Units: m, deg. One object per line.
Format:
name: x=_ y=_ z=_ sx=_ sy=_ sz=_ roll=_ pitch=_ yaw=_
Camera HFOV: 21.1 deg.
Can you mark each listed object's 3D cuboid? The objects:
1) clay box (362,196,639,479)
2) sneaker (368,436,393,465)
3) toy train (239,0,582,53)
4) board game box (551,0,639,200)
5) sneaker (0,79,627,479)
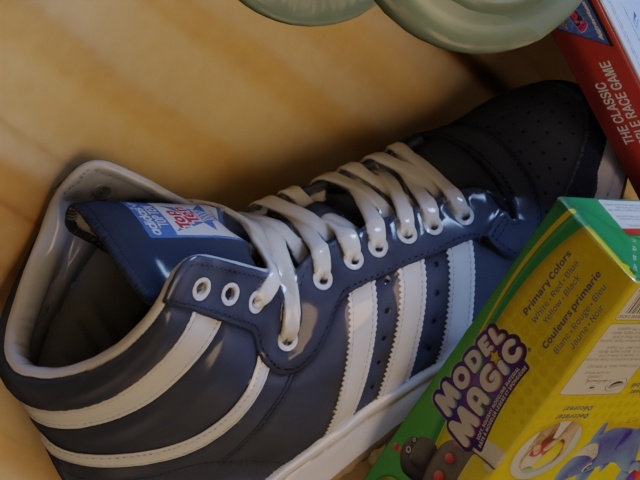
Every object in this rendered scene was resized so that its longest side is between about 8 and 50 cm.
clay box: x=0.090 y=0.082 z=0.704 sx=0.127 sy=0.053 sz=0.222 roll=1 pitch=131 yaw=-45
sneaker: x=0.072 y=0.129 z=0.824 sx=0.068 sy=0.071 sz=0.170 roll=-27 pitch=126 yaw=-25
toy train: x=-0.046 y=-0.159 z=0.415 sx=0.334 sy=0.142 sz=0.190 roll=9 pitch=96 yaw=-26
board game box: x=0.130 y=-0.109 z=0.720 sx=0.281 sy=0.027 sz=0.145 roll=53 pitch=39 yaw=-41
sneaker: x=0.000 y=0.000 z=0.680 sx=0.282 sy=0.099 sz=0.153 roll=-41 pitch=133 yaw=-11
